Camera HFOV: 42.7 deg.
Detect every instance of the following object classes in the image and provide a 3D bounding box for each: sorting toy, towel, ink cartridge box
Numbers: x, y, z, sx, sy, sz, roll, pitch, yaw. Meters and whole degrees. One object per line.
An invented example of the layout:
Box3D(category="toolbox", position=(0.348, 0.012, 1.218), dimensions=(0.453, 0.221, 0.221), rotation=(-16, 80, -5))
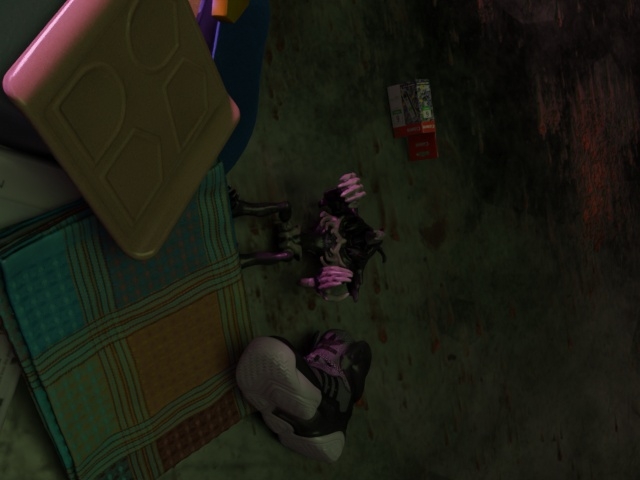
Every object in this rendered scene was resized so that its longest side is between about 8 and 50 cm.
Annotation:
Box3D(category="sorting toy", position=(-0.150, -0.164, 0.767), dimensions=(0.307, 0.041, 0.229), rotation=(-63, 149, -28))
Box3D(category="towel", position=(-0.187, 0.107, 0.891), dimensions=(0.271, 0.040, 0.370), rotation=(-30, 128, -32))
Box3D(category="ink cartridge box", position=(0.135, -0.174, 1.198), dimensions=(0.029, 0.063, 0.115), rotation=(-12, 96, -37))

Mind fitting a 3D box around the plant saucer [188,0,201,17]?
Box3D(category="plant saucer", position=(-0.159, -0.322, 0.998), dimensions=(0.188, 0.045, 0.188), rotation=(9, 83, -36))

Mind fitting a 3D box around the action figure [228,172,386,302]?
Box3D(category="action figure", position=(0.000, 0.000, 1.050), dimensions=(0.276, 0.141, 0.164), rotation=(1, 87, -33))

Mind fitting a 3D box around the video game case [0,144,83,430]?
Box3D(category="video game case", position=(-0.407, 0.048, 0.750), dimensions=(0.300, 0.036, 0.329), rotation=(17, 98, -35))

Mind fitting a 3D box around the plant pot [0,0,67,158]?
Box3D(category="plant pot", position=(-0.268, -0.197, 0.803), dimensions=(0.252, 0.247, 0.247), rotation=(37, 67, -48))

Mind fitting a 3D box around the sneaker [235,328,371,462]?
Box3D(category="sneaker", position=(-0.014, 0.161, 1.030), dimensions=(0.153, 0.101, 0.268), rotation=(-63, 150, -30))

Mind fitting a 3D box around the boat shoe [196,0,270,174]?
Box3D(category="boat shoe", position=(-0.118, -0.187, 0.968), dimensions=(0.109, 0.089, 0.258), rotation=(6, 118, -37))
